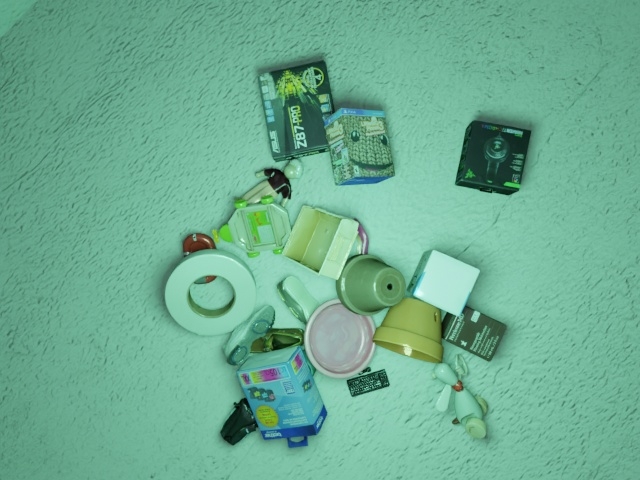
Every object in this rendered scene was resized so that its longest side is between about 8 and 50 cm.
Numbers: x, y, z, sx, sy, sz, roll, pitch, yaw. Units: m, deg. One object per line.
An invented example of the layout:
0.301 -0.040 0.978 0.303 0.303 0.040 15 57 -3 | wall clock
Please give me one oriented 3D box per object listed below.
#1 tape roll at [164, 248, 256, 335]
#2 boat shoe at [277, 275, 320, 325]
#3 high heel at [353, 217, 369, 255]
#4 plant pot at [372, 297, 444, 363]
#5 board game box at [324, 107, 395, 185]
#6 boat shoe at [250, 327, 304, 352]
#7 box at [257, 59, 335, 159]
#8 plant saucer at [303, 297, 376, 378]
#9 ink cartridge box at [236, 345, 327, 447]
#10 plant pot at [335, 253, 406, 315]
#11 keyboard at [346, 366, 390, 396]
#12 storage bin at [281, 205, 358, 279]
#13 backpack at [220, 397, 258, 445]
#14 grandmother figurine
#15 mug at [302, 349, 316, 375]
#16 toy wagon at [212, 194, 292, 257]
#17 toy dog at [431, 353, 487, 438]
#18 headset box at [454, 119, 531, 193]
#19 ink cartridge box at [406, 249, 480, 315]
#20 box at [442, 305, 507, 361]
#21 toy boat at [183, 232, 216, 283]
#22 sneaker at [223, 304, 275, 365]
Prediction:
-0.472 0.231 1.823 0.391 0.072 0.393 -3 108 -10 | tape roll
-0.079 0.296 1.857 0.091 0.109 0.305 -30 98 43 | boat shoe
0.161 0.030 1.856 0.117 0.082 0.244 -22 99 -7 | high heel
0.379 0.365 1.740 0.290 0.291 0.204 17 71 5 | plant pot
0.169 -0.395 1.793 0.231 0.141 0.292 -8 86 -31 | board game box
-0.220 0.440 1.853 0.306 0.104 0.111 -12 88 5 | boat shoe
-0.093 -0.582 1.898 0.317 0.097 0.396 -10 88 6 | box
0.079 0.416 1.794 0.331 0.084 0.333 3 80 -20 | plant saucer
-0.148 0.669 1.757 0.269 0.151 0.396 -17 100 23 | ink cartridge box
0.224 0.180 1.705 0.262 0.229 0.264 2 85 -22 | plant pot
0.207 0.618 1.852 0.180 0.023 0.108 -18 86 3 | keyboard
0.000 0.000 1.779 0.262 0.123 0.261 23 89 47 | storage bin
-0.349 0.805 1.842 0.152 0.115 0.182 40 92 18 | backpack
-0.213 -0.239 1.892 0.342 0.104 0.208 -39 94 4 | grandmother figurine
-0.092 0.544 1.835 0.157 0.097 0.130 3 106 19 | mug
-0.305 -0.055 1.855 0.343 0.068 0.268 -8 115 5 | toy wagon
0.562 0.665 1.757 0.161 0.220 0.334 -34 76 34 | toy dog
0.733 -0.342 1.803 0.246 0.131 0.284 13 89 6 | headset box
0.494 0.169 1.727 0.197 0.270 0.198 24 89 7 | ink cartridge box
0.630 0.376 1.757 0.203 0.167 0.169 25 89 5 | box
-0.549 0.082 1.874 0.150 0.151 0.231 -7 87 4 | toy boat
-0.319 0.391 1.818 0.297 0.129 0.111 -47 127 -14 | sneaker
